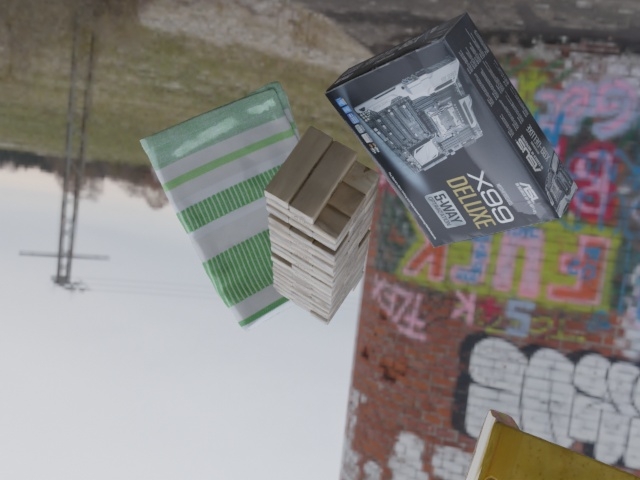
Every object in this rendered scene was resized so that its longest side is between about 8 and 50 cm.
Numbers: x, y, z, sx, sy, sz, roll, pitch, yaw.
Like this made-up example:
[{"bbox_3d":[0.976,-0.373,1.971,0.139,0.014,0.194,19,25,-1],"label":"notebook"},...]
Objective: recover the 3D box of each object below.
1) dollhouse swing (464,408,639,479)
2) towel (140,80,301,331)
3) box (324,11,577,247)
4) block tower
[{"bbox_3d":[0.299,0.366,0.965,0.347,0.315,0.305,20,158,7],"label":"dollhouse swing"},{"bbox_3d":[-0.094,-0.054,1.373,0.248,0.325,0.038,-29,-172,-26],"label":"towel"},{"bbox_3d":[0.186,-0.145,1.297,0.242,0.307,0.076,-14,-151,49],"label":"box"},{"bbox_3d":[0.000,0.000,1.060,0.091,0.097,0.335,31,162,12],"label":"block tower"}]
